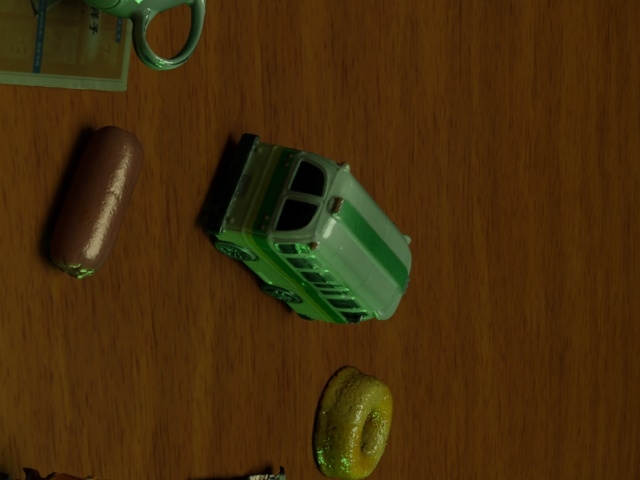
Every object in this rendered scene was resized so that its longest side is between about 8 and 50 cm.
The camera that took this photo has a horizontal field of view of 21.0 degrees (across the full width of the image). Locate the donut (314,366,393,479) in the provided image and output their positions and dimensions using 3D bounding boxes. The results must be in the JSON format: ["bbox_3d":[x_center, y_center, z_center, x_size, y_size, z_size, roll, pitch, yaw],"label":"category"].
[{"bbox_3d":[0.047,0.246,2.286,0.152,0.058,0.152,-33,129,-53],"label":"donut"}]

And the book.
[{"bbox_3d":[-0.252,-0.229,1.637,0.241,0.018,0.170,-5,103,-60],"label":"book"}]

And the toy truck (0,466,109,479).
[{"bbox_3d":[-0.311,0.299,1.578,0.270,0.135,0.114,-25,121,-56],"label":"toy truck"}]

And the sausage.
[{"bbox_3d":[-0.221,-0.037,1.707,0.062,0.062,0.154,40,65,-58],"label":"sausage"}]

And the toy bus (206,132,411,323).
[{"bbox_3d":[0.000,0.000,2.010,0.276,0.164,0.134,45,61,-55],"label":"toy bus"}]

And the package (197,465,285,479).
[{"bbox_3d":[-0.103,0.359,2.071,0.232,0.040,0.166,3,97,-60],"label":"package"}]

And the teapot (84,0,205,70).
[{"bbox_3d":[-0.182,-0.266,1.589,0.232,0.159,0.159,58,42,-11],"label":"teapot"}]
